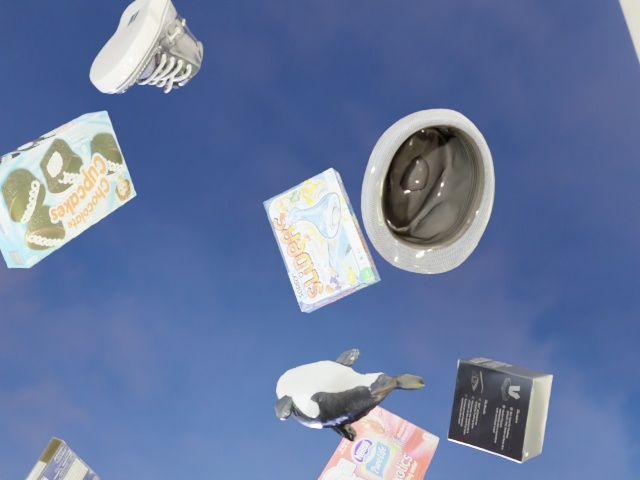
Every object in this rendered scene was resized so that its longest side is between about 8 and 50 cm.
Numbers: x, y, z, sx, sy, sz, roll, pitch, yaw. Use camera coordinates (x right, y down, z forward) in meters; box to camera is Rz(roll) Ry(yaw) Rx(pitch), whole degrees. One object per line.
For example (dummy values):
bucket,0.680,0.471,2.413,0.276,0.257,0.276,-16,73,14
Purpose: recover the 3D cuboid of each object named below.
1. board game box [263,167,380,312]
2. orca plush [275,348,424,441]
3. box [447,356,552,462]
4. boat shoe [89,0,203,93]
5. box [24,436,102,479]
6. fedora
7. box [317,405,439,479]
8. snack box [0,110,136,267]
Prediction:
board game box,0.000,0.000,1.343,0.136,0.035,0.201,-26,-108,16
orca plush,0.041,0.233,1.171,0.287,0.151,0.102,-21,-75,44
box,0.338,0.315,1.540,0.158,0.093,0.156,10,-86,38
boat shoe,-0.290,-0.322,1.453,0.127,0.341,0.158,-27,-58,24
box,-0.482,0.491,1.553,0.036,0.136,0.225,7,-39,28
fedora,0.171,-0.091,1.408,0.243,0.124,0.276,5,-81,-18
box,0.071,0.429,1.366,0.154,0.300,0.142,26,-59,11
snack box,-0.493,-0.104,1.544,0.060,0.322,0.187,-2,-64,29
